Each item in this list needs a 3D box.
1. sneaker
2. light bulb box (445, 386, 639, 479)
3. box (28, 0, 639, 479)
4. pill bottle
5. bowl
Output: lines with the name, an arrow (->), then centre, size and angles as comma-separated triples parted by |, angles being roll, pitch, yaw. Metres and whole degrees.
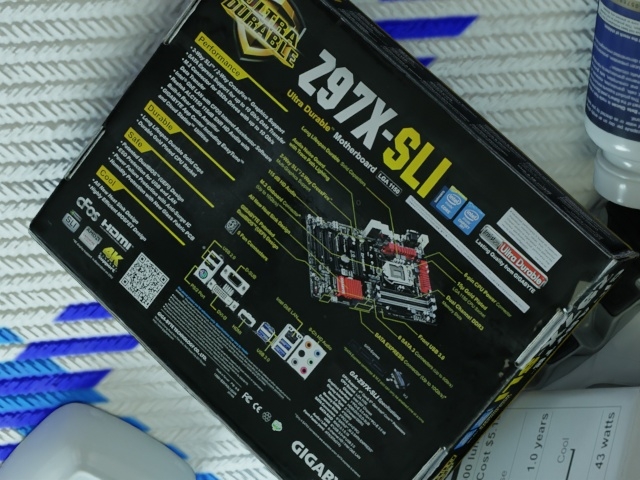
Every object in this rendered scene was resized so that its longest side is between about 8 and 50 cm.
sneaker -> 0.254, 0.037, 1.352 | 0.330, 0.122, 0.146 | -27, 140, 0
light bulb box -> 0.125, 0.301, 1.231 | 0.225, 0.361, 0.358 | 27, 70, -30
box -> 0.000, 0.000, 1.175 | 0.322, 0.079, 0.257 | 42, 105, 14
pill bottle -> 0.233, -0.111, 1.262 | 0.094, 0.094, 0.169 | -3, 119, -11
bowl -> -0.175, 0.207, 1.374 | 0.142, 0.053, 0.142 | 34, 105, -27
